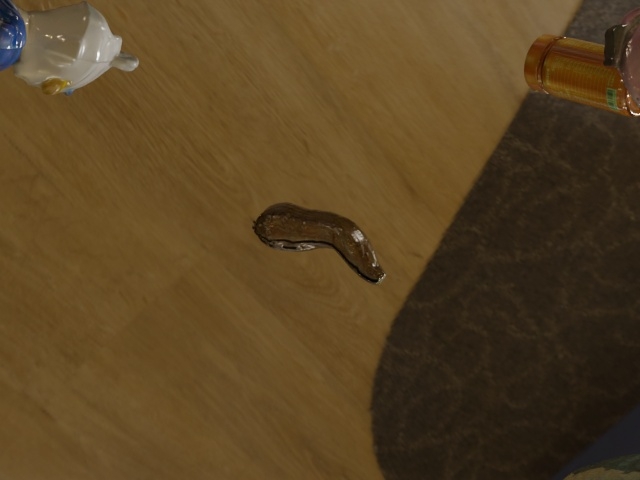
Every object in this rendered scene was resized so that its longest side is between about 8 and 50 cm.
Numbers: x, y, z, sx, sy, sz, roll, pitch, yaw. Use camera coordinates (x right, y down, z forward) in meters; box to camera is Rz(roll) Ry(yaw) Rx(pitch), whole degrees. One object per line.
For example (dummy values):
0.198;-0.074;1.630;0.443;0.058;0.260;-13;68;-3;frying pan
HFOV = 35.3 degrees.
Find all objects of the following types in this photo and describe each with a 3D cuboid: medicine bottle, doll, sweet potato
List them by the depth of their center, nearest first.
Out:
-0.208;-0.119;0.548;0.227;0.114;0.057;8;107;-24;doll
0.002;-0.005;1.479;0.062;0.233;0.081;-17;122;-56;sweet potato
0.419;-0.258;1.559;0.096;0.192;0.096;-19;120;-37;medicine bottle

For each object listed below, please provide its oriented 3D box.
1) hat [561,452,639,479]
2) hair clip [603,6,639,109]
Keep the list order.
0.165;0.091;0.303;0.138;0.191;0.078;-2;73;-38;hat
0.431;-0.120;0.949;0.358;0.095;0.110;16;107;-11;hair clip
